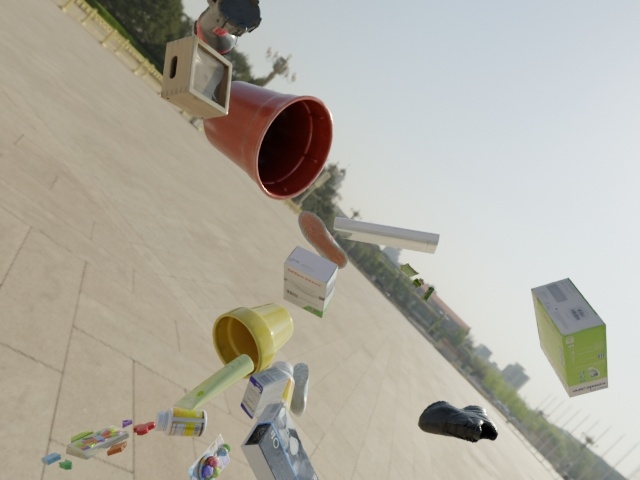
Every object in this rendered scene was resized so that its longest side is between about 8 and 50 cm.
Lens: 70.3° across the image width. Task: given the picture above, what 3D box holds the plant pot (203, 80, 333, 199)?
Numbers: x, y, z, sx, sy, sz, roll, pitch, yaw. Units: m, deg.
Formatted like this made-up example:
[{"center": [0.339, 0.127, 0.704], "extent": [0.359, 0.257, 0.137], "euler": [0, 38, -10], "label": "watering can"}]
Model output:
[{"center": [-0.153, -0.284, 1.202], "extent": [0.265, 0.273, 0.272], "euler": [32, -6, 32], "label": "plant pot"}]

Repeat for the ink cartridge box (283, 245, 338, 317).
[{"center": [-0.036, 0.141, 1.522], "extent": [0.160, 0.093, 0.220], "euler": [25, -37, 14], "label": "ink cartridge box"}]

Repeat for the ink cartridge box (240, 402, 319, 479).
[{"center": [-0.088, 0.622, 1.208], "extent": [0.333, 0.065, 0.165], "euler": [68, 23, -12], "label": "ink cartridge box"}]

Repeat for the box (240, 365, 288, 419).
[{"center": [-0.190, 0.513, 1.543], "extent": [0.072, 0.137, 0.126], "euler": [32, 22, 33], "label": "box"}]

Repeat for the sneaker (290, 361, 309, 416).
[{"center": [-0.096, 0.671, 2.053], "extent": [0.095, 0.089, 0.235], "euler": [75, 19, -55], "label": "sneaker"}]

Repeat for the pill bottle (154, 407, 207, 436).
[{"center": [-0.629, 0.818, 2.045], "extent": [0.214, 0.118, 0.117], "euler": [14, 15, -25], "label": "pill bottle"}]

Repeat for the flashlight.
[{"center": [-0.195, -0.448, 0.945], "extent": [0.304, 0.103, 0.103], "euler": [31, -40, 61], "label": "flashlight"}]

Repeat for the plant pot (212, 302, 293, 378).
[{"center": [-0.239, 0.353, 1.727], "extent": [0.254, 0.254, 0.239], "euler": [45, 36, 16], "label": "plant pot"}]

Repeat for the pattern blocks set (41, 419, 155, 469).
[{"center": [-0.801, 0.726, 1.645], "extent": [0.324, 0.285, 0.026], "euler": [-14, 96, -65], "label": "pattern blocks set"}]

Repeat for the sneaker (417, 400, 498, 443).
[{"center": [0.469, 0.620, 1.535], "extent": [0.285, 0.109, 0.130], "euler": [4, 12, -15], "label": "sneaker"}]

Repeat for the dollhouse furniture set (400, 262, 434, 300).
[{"center": [0.353, 0.157, 1.715], "extent": [0.151, 0.059, 0.076], "euler": [42, -14, -2], "label": "dollhouse furniture set"}]

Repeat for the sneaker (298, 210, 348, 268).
[{"center": [0.000, 0.000, 2.003], "extent": [0.302, 0.108, 0.121], "euler": [53, -7, -7], "label": "sneaker"}]

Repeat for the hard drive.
[{"center": [0.237, -0.015, 1.620], "extent": [0.352, 0.047, 0.233], "euler": [11, -7, 13], "label": "hard drive"}]

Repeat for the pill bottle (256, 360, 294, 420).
[{"center": [-0.182, 0.630, 1.893], "extent": [0.136, 0.136, 0.246], "euler": [45, 28, -20], "label": "pill bottle"}]

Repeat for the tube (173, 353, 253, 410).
[{"center": [-0.295, 0.406, 1.289], "extent": [0.062, 0.070, 0.240], "euler": [42, 42, 19], "label": "tube"}]

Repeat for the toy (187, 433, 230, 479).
[{"center": [-0.448, 0.941, 1.904], "extent": [0.237, 0.056, 0.137], "euler": [-36, 111, -67], "label": "toy"}]

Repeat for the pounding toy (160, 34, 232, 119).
[{"center": [-0.243, -0.323, 0.894], "extent": [0.100, 0.141, 0.130], "euler": [-1, -9, 28], "label": "pounding toy"}]

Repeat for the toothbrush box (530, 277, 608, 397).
[{"center": [0.741, 0.289, 1.355], "extent": [0.206, 0.122, 0.284], "euler": [-93, 163, -57], "label": "toothbrush box"}]
